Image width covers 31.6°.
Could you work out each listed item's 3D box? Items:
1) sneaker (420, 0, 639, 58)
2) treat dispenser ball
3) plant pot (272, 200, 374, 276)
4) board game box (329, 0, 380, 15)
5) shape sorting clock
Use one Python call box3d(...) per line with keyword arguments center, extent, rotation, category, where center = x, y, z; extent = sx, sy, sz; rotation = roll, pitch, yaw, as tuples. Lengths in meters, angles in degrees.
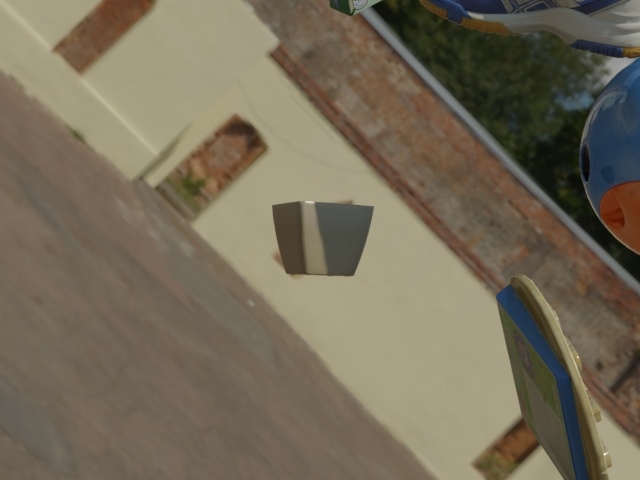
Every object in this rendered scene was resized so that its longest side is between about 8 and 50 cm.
box3d(center=(0.261, -0.305, 1.325), extent=(0.296, 0.131, 0.112), rotation=(14, 26, 22), category="sneaker")
box3d(center=(0.473, -0.107, 1.417), extent=(0.288, 0.288, 0.288), rotation=(45, 0, 0), category="treat dispenser ball")
box3d(center=(0.000, 0.000, 1.528), extent=(0.109, 0.096, 0.109), rotation=(4, -3, -23), category="plant pot")
box3d(center=(0.129, -0.436, 1.376), extent=(0.046, 0.317, 0.213), rotation=(36, -31, 42), category="board game box")
box3d(center=(0.199, 0.125, 0.946), extent=(0.206, 0.040, 0.206), rotation=(160, -90, -85), category="shape sorting clock")
